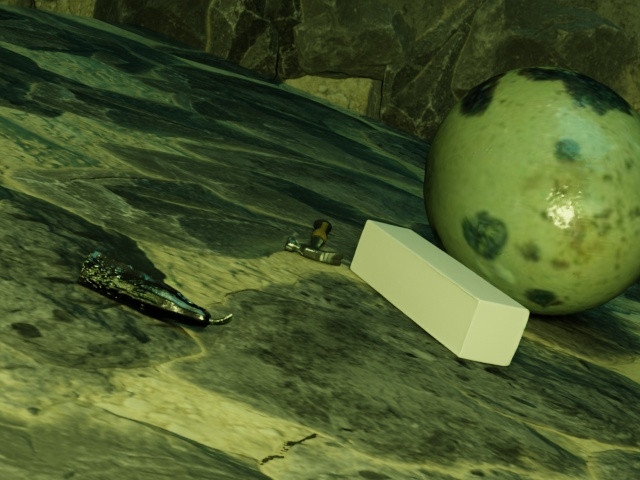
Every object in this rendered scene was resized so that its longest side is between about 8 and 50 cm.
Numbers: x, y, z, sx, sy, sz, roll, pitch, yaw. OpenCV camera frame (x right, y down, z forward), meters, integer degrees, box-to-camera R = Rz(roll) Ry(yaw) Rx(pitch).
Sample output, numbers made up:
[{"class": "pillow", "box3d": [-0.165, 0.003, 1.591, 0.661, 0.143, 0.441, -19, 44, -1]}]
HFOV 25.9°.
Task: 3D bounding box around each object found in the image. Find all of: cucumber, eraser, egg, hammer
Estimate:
[{"class": "cucumber", "box3d": [-0.166, 0.058, 1.381, 0.163, 0.043, 0.039, 26, -29, 15]}, {"class": "eraser", "box3d": [0.143, 0.061, 1.764, 0.078, 0.076, 0.298, 12, 13, -30]}, {"class": "egg", "box3d": [0.321, -0.067, 1.995, 0.345, 0.345, 0.428, 18, 25, -9]}, {"class": "hammer", "box3d": [0.000, 0.000, 1.946, 0.078, 0.021, 0.201, 20, 13, 2]}]
